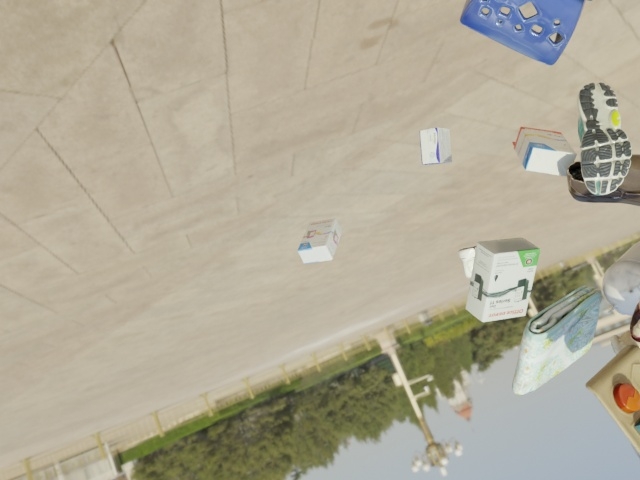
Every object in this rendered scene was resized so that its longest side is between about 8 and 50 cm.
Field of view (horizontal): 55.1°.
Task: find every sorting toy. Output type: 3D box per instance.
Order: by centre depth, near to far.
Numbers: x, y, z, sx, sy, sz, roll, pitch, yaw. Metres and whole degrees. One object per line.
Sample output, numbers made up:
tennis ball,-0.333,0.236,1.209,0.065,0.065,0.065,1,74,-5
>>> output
sorting toy,0.763,0.346,1.386,0.307,0.229,0.041,-25,159,-33

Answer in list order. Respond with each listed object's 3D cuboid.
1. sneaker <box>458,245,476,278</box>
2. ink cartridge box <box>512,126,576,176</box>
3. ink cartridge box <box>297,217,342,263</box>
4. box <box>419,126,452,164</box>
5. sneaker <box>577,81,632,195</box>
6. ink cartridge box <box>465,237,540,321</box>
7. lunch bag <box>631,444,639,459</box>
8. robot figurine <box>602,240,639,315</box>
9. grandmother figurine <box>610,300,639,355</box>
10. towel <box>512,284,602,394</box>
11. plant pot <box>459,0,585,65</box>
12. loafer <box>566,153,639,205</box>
sneaker,0.629,0.075,2.210,0.291,0.119,0.110,-4,172,-21
ink cartridge box,0.683,-0.285,1.889,0.134,0.078,0.231,8,-149,0
ink cartridge box,0.000,0.000,1.654,0.088,0.052,0.122,-9,-145,26
box,0.417,-0.339,2.210,0.072,0.126,0.137,-3,-175,30
sneaker,0.643,-0.226,1.407,0.106,0.276,0.110,1,160,13
ink cartridge box,0.493,0.107,1.666,0.152,0.209,0.087,-6,-155,-20
lunch bag,0.999,0.551,1.584,0.305,0.213,0.256,-29,169,5
robot figurine,1.101,0.126,2.086,0.353,0.199,0.300,-31,140,-31
grandmother figurine,0.778,0.163,1.431,0.207,0.104,0.343,-25,136,-37
towel,0.840,0.354,2.168,0.374,0.090,0.321,-24,129,-25
plant pot,0.459,-0.554,1.279,0.212,0.235,0.236,115,0,-64
loafer,0.827,-0.167,1.642,0.365,0.134,0.130,-4,155,46
